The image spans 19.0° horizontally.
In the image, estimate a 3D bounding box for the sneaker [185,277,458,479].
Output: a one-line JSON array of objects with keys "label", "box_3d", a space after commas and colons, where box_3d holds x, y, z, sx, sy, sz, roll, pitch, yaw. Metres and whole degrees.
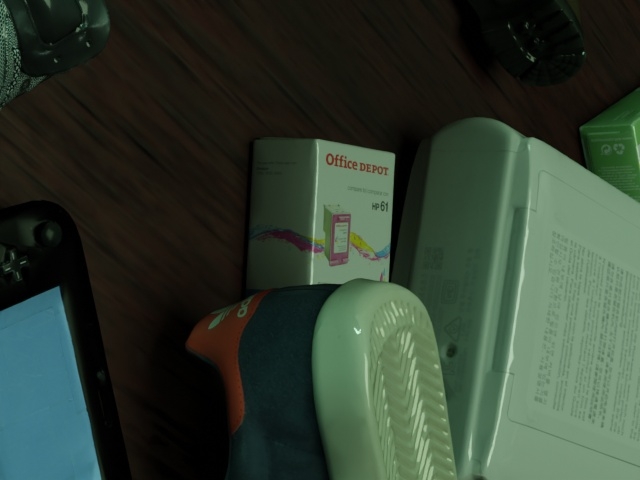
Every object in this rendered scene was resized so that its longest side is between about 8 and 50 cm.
[{"label": "sneaker", "box_3d": [0.002, 0.190, 1.105, 0.131, 0.148, 0.350, -26, 112, -58]}]

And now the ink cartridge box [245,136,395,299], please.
[{"label": "ink cartridge box", "box_3d": [0.000, 0.000, 1.179, 0.088, 0.052, 0.122, 6, 85, -55]}]

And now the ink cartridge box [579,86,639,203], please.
[{"label": "ink cartridge box", "box_3d": [0.290, -0.010, 1.595, 0.171, 0.056, 0.235, -33, 115, -51]}]

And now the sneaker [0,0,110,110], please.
[{"label": "sneaker", "box_3d": [-0.167, -0.053, 0.867, 0.153, 0.101, 0.268, -7, 94, -53]}]

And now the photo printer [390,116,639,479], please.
[{"label": "photo printer", "box_3d": [0.164, 0.075, 1.368, 0.307, 0.107, 0.256, 23, 73, -54]}]

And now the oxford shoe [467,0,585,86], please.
[{"label": "oxford shoe", "box_3d": [0.121, -0.221, 1.340, 0.096, 0.083, 0.227, -79, 149, -46]}]

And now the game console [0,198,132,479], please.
[{"label": "game console", "box_3d": [-0.145, 0.164, 0.985, 0.213, 0.044, 0.361, -30, 115, -51]}]
